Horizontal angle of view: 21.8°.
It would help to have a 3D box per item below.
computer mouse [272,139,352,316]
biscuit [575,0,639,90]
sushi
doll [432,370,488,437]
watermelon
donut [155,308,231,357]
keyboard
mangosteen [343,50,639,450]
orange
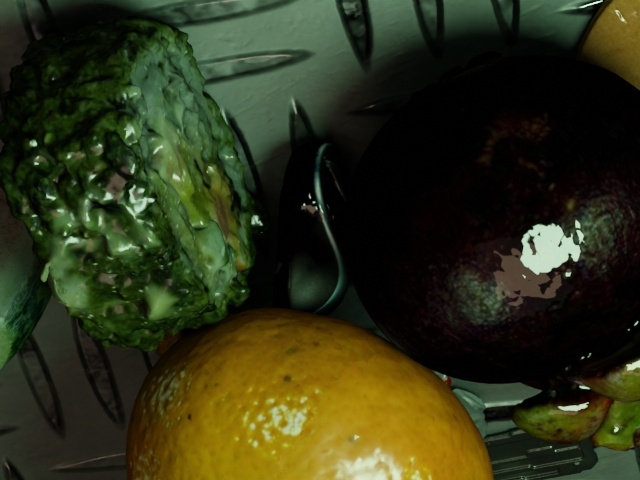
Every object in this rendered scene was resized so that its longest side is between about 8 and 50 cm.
[{"bbox_3d":[0.000,0.000,1.889,0.096,0.137,0.233,7,128,2],"label":"computer mouse"},{"bbox_3d":[0.379,-0.205,1.779,0.192,0.036,0.186,21,126,-17],"label":"biscuit"},{"bbox_3d":[-0.198,-0.050,1.752,0.178,0.294,0.352,-12,130,16],"label":"sushi"},{"bbox_3d":[0.157,0.215,2.115,0.094,0.079,0.180,-37,110,-1],"label":"doll"},{"bbox_3d":[-0.421,0.052,1.956,0.232,0.193,0.310,12,145,-34],"label":"watermelon"},{"bbox_3d":[-0.156,0.111,2.046,0.108,0.043,0.097,5,129,-5],"label":"donut"},{"bbox_3d":[0.234,0.293,2.211,0.262,0.016,0.106,-13,128,12],"label":"keyboard"},{"bbox_3d":[0.223,0.022,1.723,0.382,0.435,0.382,-22,170,-4],"label":"mangosteen"},{"bbox_3d":[-0.021,0.274,1.833,0.424,0.326,0.424,23,152,13],"label":"orange"}]
